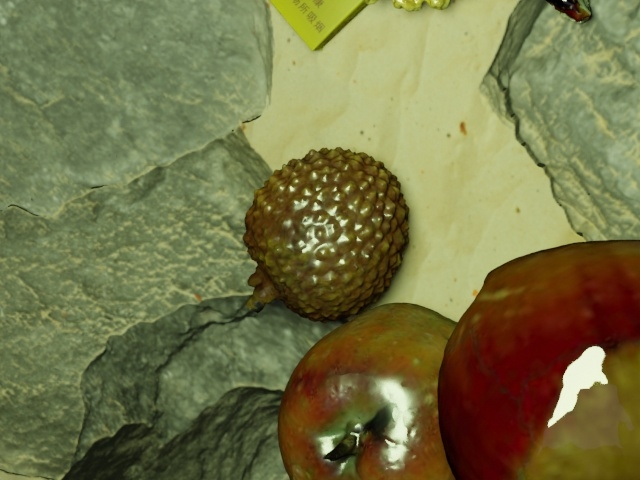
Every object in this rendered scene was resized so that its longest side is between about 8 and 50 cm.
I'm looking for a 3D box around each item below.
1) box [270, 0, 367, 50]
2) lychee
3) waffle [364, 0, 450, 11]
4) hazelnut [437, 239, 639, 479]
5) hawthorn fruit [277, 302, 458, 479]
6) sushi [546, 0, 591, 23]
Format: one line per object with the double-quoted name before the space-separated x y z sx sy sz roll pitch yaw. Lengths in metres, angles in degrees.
"box" 0.042 -0.376 1.883 0.279 0.041 0.153 -43 82 22
"lychee" 0.000 0.000 1.877 0.238 0.200 0.200 -42 82 2
"waffle" 0.093 -0.349 1.821 0.192 0.046 0.160 11 104 18
"hazelnut" 0.339 0.174 1.642 0.429 0.402 0.402 22 107 -11
"hawthorn fruit" 0.076 0.223 1.823 0.268 0.301 0.267 7 107 24
"sushi" 0.280 -0.285 1.801 0.083 0.046 0.044 46 110 9
